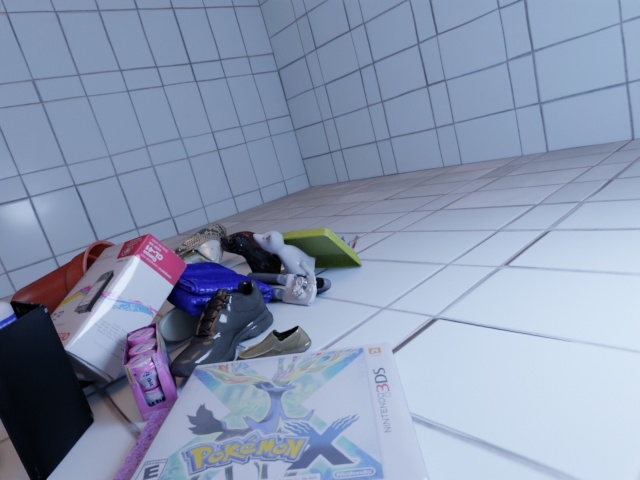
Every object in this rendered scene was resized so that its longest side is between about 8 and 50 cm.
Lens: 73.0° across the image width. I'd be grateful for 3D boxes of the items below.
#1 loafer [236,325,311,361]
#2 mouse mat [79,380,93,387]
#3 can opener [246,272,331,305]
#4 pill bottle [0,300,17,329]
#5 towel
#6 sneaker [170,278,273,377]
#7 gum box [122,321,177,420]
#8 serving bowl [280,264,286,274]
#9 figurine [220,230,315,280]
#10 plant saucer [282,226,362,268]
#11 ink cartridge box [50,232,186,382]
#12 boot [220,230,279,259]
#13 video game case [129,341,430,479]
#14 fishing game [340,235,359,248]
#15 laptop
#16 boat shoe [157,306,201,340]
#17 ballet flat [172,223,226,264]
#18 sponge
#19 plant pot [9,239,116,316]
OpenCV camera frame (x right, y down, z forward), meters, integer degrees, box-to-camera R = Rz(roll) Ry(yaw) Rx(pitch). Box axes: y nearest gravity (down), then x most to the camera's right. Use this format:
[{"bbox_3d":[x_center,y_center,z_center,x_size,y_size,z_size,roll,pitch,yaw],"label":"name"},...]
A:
[{"bbox_3d":[-0.093,0.199,0.827,0.148,0.050,0.056,-17,13,-6],"label":"loafer"},{"bbox_3d":[-0.525,0.294,1.039,0.189,0.007,0.152,-1,19,46],"label":"mouse mat"},{"bbox_3d":[-0.097,0.127,1.141,0.280,0.074,0.093,-1,-15,43],"label":"can opener"},{"bbox_3d":[-0.761,0.232,0.979,0.152,0.272,0.152,-14,13,3],"label":"pill bottle"},{"bbox_3d":[-0.289,0.109,1.114,0.227,0.076,0.308,-7,12,-37],"label":"towel"},{"bbox_3d":[-0.210,0.175,0.896,0.109,0.130,0.286,-7,16,25],"label":"sneaker"},{"bbox_3d":[-0.315,0.236,0.802,0.062,0.107,0.188,-20,14,-18],"label":"gum box"},{"bbox_3d":[-0.120,0.093,1.361,0.083,0.027,0.083,-14,13,3],"label":"serving bowl"},{"bbox_3d":[-0.144,0.040,1.203,0.215,0.209,0.092,-5,55,38],"label":"figurine"},{"bbox_3d":[0.000,0.018,1.221,0.188,0.188,0.045,-5,59,38],"label":"plant saucer"},{"bbox_3d":[-0.480,0.149,0.985,0.226,0.131,0.306,-12,39,36],"label":"ink cartridge box"},{"bbox_3d":[-0.240,0.028,1.573,0.248,0.090,0.207,-2,14,-10],"label":"boot"},{"bbox_3d":[-0.049,0.235,0.575,0.329,0.036,0.300,-8,13,3],"label":"video game case"},{"bbox_3d":[0.000,0.000,1.523,0.264,0.041,0.189,-3,15,13],"label":"fishing game"},{"bbox_3d":[-0.500,0.238,0.731,0.264,0.234,0.136,-4,17,40],"label":"laptop"},{"bbox_3d":[-0.342,0.195,1.097,0.081,0.079,0.227,-11,7,24],"label":"boat shoe"},{"bbox_3d":[-0.488,0.097,1.579,0.182,0.164,0.483,22,40,34],"label":"ballet flat"},{"bbox_3d":[-0.209,0.295,0.601,0.117,0.031,0.210,-15,13,2],"label":"sponge"},{"bbox_3d":[-0.678,0.176,1.214,0.265,0.272,0.272,-23,12,5],"label":"plant pot"}]
